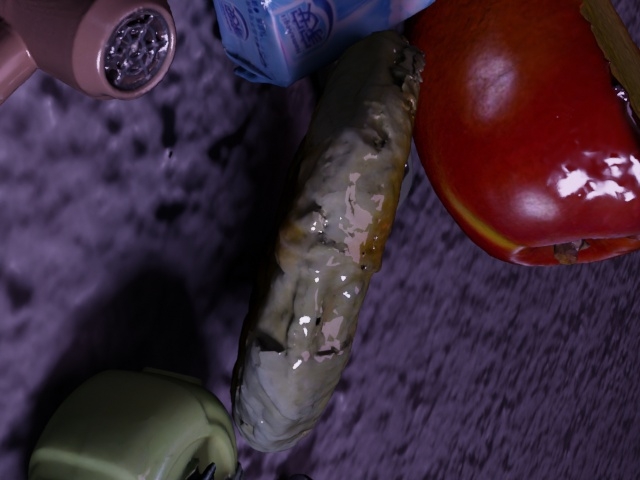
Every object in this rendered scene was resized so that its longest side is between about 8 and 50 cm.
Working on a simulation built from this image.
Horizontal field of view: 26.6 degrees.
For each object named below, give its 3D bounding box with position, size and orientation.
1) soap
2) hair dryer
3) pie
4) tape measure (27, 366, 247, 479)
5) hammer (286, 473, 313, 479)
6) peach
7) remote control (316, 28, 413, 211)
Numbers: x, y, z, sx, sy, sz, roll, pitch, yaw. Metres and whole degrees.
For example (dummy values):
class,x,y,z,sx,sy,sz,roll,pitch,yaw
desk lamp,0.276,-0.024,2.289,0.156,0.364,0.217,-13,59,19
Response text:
class,x,y,z,sx,sy,sz,roll,pitch,yaw
soap,-0.012,-0.234,0.846,0.156,0.077,0.293,-34,132,-26
hair dryer,-0.163,-0.070,0.645,0.181,0.117,0.064,-48,146,-14
pie,0.000,0.000,0.879,0.306,0.071,0.306,-164,-90,-86
tape measure,-0.109,0.166,0.811,0.200,0.106,0.175,-50,145,-47
hammer,-0.104,0.327,0.956,0.427,0.044,0.152,-51,141,-46
peach,0.161,-0.135,1.112,0.258,0.201,0.361,10,59,-66
remote control,0.026,-0.140,1.038,0.090,0.038,0.309,-54,144,-40
